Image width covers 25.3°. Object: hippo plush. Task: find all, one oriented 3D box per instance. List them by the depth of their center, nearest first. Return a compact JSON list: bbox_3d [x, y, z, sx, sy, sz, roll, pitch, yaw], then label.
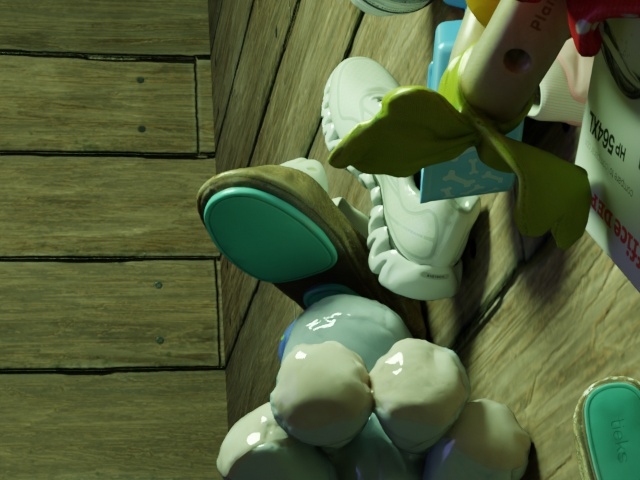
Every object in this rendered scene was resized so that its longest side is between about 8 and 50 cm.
[{"bbox_3d":[0.073,0.155,1.228,0.294,0.234,0.236,51,-156,-19],"label":"hippo plush"}]

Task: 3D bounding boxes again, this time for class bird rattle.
[{"bbox_3d":[0.101,-0.130,0.712,0.207,0.143,0.253,-75,1,-48],"label":"bird rattle"}]

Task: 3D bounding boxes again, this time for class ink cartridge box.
[{"bbox_3d":[0.201,-0.078,0.724,0.148,0.086,0.203,-113,26,-64],"label":"ink cartridge box"}]

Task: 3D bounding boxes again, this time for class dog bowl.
[{"bbox_3d":[0.123,-0.170,1.083,0.166,0.074,0.297,-76,-9,-72],"label":"dog bowl"}]

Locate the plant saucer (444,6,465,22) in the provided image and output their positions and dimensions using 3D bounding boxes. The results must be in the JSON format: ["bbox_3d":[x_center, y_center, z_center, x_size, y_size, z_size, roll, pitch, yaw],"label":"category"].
[{"bbox_3d":[0.124,-0.174,1.309,0.083,0.013,0.083,-179,90,-78],"label":"plant saucer"}]

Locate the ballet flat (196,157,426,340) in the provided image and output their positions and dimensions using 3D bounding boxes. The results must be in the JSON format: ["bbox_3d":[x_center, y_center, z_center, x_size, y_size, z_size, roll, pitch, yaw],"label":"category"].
[{"bbox_3d":[0.000,0.000,1.355,0.342,0.116,0.124,42,-138,-41],"label":"ballet flat"}]

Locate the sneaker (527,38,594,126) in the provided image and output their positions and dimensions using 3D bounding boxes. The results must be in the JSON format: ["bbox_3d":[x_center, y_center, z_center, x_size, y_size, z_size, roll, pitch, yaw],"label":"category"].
[{"bbox_3d":[0.159,-0.127,0.983,0.134,0.070,0.051,-100,13,-47],"label":"sneaker"}]

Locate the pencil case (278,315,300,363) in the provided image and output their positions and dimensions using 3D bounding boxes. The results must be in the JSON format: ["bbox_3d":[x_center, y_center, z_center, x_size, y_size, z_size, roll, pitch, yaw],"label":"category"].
[{"bbox_3d":[0.025,0.215,1.533,0.133,0.119,0.306,-58,29,37],"label":"pencil case"}]

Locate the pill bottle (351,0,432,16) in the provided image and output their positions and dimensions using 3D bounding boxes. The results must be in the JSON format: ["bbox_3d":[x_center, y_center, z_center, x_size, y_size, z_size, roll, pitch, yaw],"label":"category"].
[{"bbox_3d":[0.076,-0.267,1.311,0.180,0.108,0.108,157,112,-78],"label":"pill bottle"}]

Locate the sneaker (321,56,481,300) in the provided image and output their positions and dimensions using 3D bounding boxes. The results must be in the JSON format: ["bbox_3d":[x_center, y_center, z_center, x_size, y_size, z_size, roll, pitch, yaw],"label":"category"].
[{"bbox_3d":[0.081,-0.084,1.333,0.118,0.110,0.292,111,150,-42],"label":"sneaker"}]

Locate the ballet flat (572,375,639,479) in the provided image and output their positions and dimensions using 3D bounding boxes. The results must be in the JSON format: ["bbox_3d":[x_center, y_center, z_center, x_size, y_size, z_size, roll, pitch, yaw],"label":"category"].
[{"bbox_3d":[0.194,0.186,0.854,0.067,0.073,0.206,46,-139,-66],"label":"ballet flat"}]
